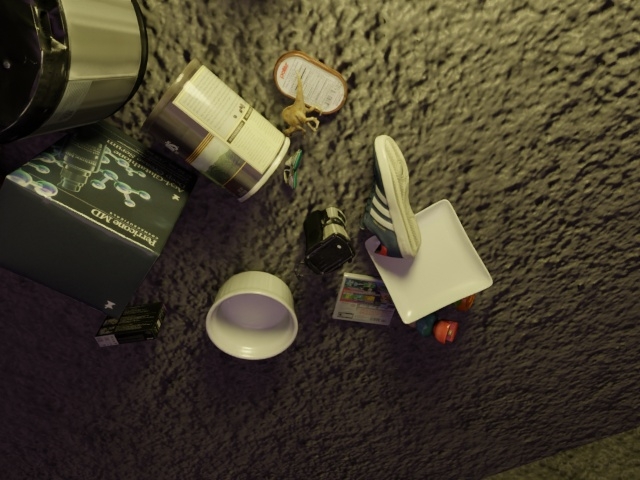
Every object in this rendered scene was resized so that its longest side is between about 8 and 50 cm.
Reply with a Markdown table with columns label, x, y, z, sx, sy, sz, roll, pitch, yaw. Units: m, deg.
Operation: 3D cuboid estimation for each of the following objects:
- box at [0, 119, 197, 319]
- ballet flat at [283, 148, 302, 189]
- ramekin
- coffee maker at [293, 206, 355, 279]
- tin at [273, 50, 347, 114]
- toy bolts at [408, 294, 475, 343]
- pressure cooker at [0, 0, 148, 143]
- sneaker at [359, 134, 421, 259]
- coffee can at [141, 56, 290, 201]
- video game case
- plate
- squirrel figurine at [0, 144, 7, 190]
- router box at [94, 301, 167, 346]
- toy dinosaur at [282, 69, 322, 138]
| label | x | y | z | sx | sy | sz | roll | pitch | yaw |
| --- | --- | --- | --- | --- | --- | --- | --- | --- | --- |
| box | -0.497 | -0.072 | 0.979 | 0.293 | 0.396 | 0.212 | 32 | 115 | -21 |
| ballet flat | -0.078 | -0.192 | 1.139 | 0.041 | 0.041 | 0.115 | 7 | 120 | -8 |
| ramekin | -0.209 | 0.230 | 1.334 | 0.276 | 0.135 | 0.278 | -1 | 121 | -2 |
| coffee maker | 0.000 | 0.000 | 1.178 | 0.171 | 0.178 | 0.120 | -14 | 119 | 3 |
| tin | -0.023 | -0.380 | 1.027 | 0.189 | 0.040 | 0.106 | 23 | 114 | -16 |
| toy bolts | 0.373 | 0.199 | 1.357 | 0.218 | 0.158 | 0.229 | 18 | 90 | -55 |
| pressure cooker | -0.534 | -0.377 | 0.774 | 0.369 | 0.420 | 0.376 | -7 | 112 | 8 |
| sneaker | 0.165 | -0.106 | 1.162 | 0.148 | 0.131 | 0.351 | -2 | 112 | 34 |
| coffee can | -0.238 | -0.251 | 0.996 | 0.275 | 0.202 | 0.201 | 37 | 113 | -23 |
| video game case | 0.154 | 0.196 | 1.400 | 0.201 | 0.023 | 0.184 | 9 | 121 | -7 |
| plate | 0.310 | 0.063 | 1.245 | 0.277 | 0.045 | 0.278 | -29 | 81 | 14 |
| squirrel figurine | -0.933 | -0.139 | 0.994 | 0.396 | 0.281 | 0.371 | 4 | 115 | -8 |
| router box | -0.590 | 0.261 | 1.333 | 0.178 | 0.133 | 0.046 | -8 | 121 | 2 |
| toy dinosaur | -0.045 | -0.306 | 1.026 | 0.092 | 0.053 | 0.183 | 15 | 140 | -5 |
